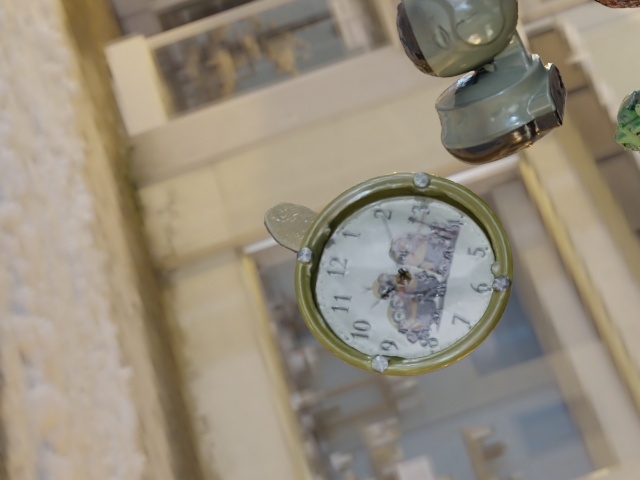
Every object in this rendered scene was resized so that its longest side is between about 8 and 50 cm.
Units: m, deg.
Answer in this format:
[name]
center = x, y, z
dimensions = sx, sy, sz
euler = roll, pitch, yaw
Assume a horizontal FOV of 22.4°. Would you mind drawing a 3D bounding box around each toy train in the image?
[toy train]
center = 0.468, -0.185, 2.328
dimensions = 0.081, 0.099, 0.149
euler = 29, -13, -12

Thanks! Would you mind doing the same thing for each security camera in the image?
[security camera]
center = 0.223, -0.269, 2.344
dimensions = 0.277, 0.191, 0.197
euler = 64, 21, -18

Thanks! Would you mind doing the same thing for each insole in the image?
[insole]
center = 0.000, 0.000, 2.293
dimensions = 0.248, 0.081, 0.011
euler = 31, -36, 45

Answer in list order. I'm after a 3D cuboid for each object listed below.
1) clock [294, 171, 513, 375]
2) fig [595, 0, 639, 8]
[clock]
center = 0.090, 0.040, 1.712
dimensions = 0.057, 0.237, 0.237
euler = 68, 3, -64
[fig]
center = 0.383, -0.446, 1.806
dimensions = 0.286, 0.286, 0.368
euler = 66, 15, -80
